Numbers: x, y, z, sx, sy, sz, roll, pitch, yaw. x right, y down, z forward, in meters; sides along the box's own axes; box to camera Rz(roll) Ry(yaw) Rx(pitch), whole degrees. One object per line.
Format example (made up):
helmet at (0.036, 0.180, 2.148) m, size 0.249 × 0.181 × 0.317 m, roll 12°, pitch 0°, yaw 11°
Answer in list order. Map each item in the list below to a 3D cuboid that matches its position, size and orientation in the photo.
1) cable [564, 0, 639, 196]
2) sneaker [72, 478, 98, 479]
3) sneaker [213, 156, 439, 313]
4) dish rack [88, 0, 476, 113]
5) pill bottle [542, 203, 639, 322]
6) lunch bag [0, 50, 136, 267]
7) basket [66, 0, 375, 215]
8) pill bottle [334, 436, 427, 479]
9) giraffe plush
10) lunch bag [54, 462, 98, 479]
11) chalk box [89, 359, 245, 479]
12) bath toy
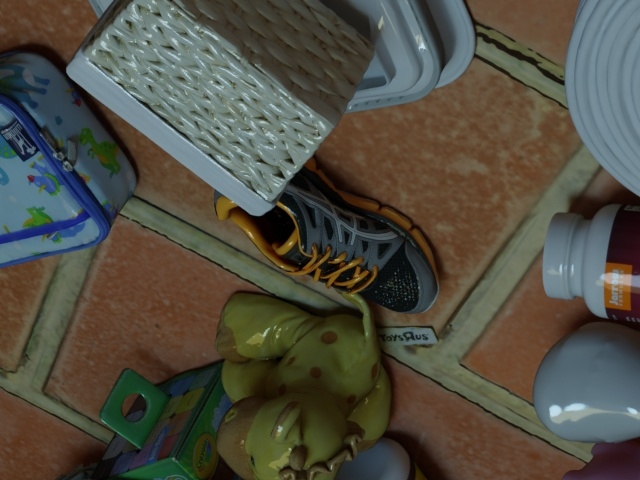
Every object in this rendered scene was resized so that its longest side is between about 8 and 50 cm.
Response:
cable at (0.283, -0.109, 0.982) m, size 0.257 × 0.089 × 0.257 m, roll 33°, pitch 137°, yaw -6°
sneaker at (-0.112, 0.299, 1.374) m, size 0.282 × 0.102 × 0.161 m, roll 9°, pitch 138°, yaw 35°
sneaker at (0.000, 0.000, 1.229) m, size 0.215 × 0.083 × 0.084 m, roll 34°, pitch 134°, yaw -12°
dish rack at (-0.069, -0.210, 1.079) m, size 0.286 × 0.072 × 0.333 m, roll -7°, pitch 128°, yaw 30°
pill bottle at (0.243, 0.019, 1.124) m, size 0.152 × 0.086 × 0.086 m, roll 6°, pitch 132°, yaw 22°
lunch bag at (-0.275, -0.059, 1.311) m, size 0.219 × 0.090 × 0.176 m, roll -10°, pitch 128°, yaw 34°
basket at (-0.062, -0.120, 1.028) m, size 0.167 × 0.113 × 0.103 m, roll 37°, pitch 135°, yaw -11°
pill bottle at (0.078, 0.292, 1.440) m, size 0.117 × 0.117 × 0.215 m, roll -15°, pitch 122°, yaw 36°
giraffe plush at (-0.016, 0.150, 1.315) m, size 0.210 × 0.170 × 0.181 m, roll -20°, pitch 119°, yaw 38°
lunch bag at (-0.233, 0.400, 1.633) m, size 0.256 × 0.212 × 0.305 m, roll 45°, pitch 134°, yaw 7°
chalk box at (-0.115, 0.206, 1.446) m, size 0.132 × 0.132 × 0.213 m, roll -23°, pitch 119°, yaw 40°
bath toy at (0.282, 0.218, 1.258) m, size 0.129 × 0.151 × 0.348 m, roll 9°, pitch 129°, yaw 46°
